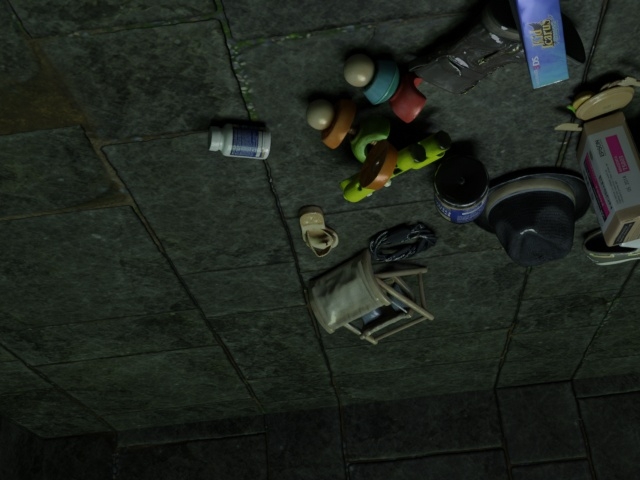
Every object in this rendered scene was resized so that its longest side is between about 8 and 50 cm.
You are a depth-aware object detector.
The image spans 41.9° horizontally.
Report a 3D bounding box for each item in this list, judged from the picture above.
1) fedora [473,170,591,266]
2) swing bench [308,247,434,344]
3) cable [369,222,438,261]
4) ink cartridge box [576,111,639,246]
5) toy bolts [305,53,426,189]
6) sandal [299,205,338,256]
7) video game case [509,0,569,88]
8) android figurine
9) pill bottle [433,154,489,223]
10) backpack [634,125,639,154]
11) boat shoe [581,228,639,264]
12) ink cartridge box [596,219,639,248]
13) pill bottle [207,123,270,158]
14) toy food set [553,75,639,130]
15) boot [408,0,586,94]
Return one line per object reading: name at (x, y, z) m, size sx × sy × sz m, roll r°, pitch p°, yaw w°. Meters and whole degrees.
fedora at (0.532, -0.035, 2.074) m, size 0.334 × 0.152 × 0.334 m, roll -5°, pitch 153°, yaw -2°
swing bench at (0.140, 0.167, 2.386) m, size 0.255 × 0.165 × 0.253 m, roll 17°, pitch 146°, yaw -36°
cable at (0.218, 0.008, 2.230) m, size 0.184 × 0.047 × 0.150 m, roll -26°, pitch 151°, yaw 28°
ink cartridge box at (0.629, -0.126, 1.786) m, size 0.088 × 0.234 × 0.193 m, roll -16°, pitch 161°, yaw 8°
toy bolts at (0.077, -0.234, 1.577) m, size 0.158 × 0.218 × 0.228 m, roll 24°, pitch 125°, yaw -20°
sandal at (-0.006, 0.001, 2.124) m, size 0.088 × 0.079 × 0.240 m, roll -9°, pitch 153°, yaw 8°
video game case at (0.296, -0.397, 1.213) m, size 0.061 × 0.244 × 0.269 m, roll -13°, pitch 152°, yaw 15°
android figurine at (0.149, -0.150, 1.772) m, size 0.248 × 0.056 × 0.273 m, roll -28°, pitch -179°, yaw -39°
pill bottle at (0.320, -0.107, 1.907) m, size 0.123 × 0.122 × 0.219 m, roll -9°, pitch 166°, yaw 7°
backpack at (0.772, -0.161, 1.812) m, size 0.188 × 0.144 × 0.166 m, roll 10°, pitch 170°, yaw 20°
boat shoe at (0.856, -0.007, 2.240) m, size 0.305 × 0.109 × 0.091 m, roll -18°, pitch 156°, yaw 30°
ink cartridge box at (0.822, -0.041, 2.080) m, size 0.208 × 0.153 × 0.086 m, roll 6°, pitch 113°, yaw -10°
pill bottle at (-0.166, -0.203, 1.705) m, size 0.120 × 0.067 × 0.067 m, roll 3°, pitch 152°, yaw -17°
toy food set at (0.576, -0.289, 1.710) m, size 0.132 × 0.038 × 0.192 m, roll -2°, pitch 157°, yaw -38°
boot at (0.323, -0.337, 1.536) m, size 0.263 × 0.091 × 0.229 m, roll 14°, pitch 153°, yaw -26°
